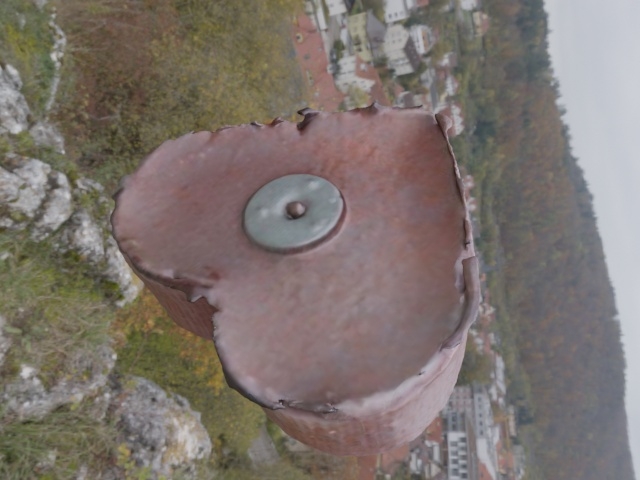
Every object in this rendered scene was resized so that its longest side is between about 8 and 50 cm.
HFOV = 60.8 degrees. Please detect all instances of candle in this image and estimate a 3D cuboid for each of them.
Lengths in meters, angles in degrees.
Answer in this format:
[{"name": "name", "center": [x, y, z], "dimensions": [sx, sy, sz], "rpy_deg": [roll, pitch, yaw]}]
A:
[{"name": "candle", "center": [0.000, 0.000, 0.470], "dimensions": [0.287, 0.317, 0.131], "rpy_deg": [-46, 150, -20]}]
